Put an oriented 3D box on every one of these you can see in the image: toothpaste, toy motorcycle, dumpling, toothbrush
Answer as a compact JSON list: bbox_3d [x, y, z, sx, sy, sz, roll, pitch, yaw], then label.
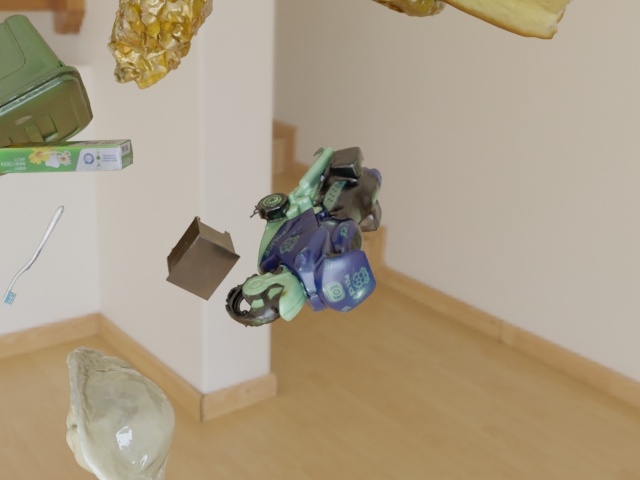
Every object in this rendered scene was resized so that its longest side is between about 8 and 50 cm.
[{"bbox_3d":[-0.341,-0.113,1.102,0.178,0.037,0.043,-1,14,11],"label":"toothpaste"},{"bbox_3d":[0.000,0.000,1.142,0.196,0.125,0.331,-3,36,25],"label":"toy motorcycle"},{"bbox_3d":[-0.232,0.198,0.902,0.181,0.111,0.155,34,-5,12],"label":"dumpling"},{"bbox_3d":[-0.322,0.016,0.925,0.013,0.131,0.011,31,7,-6],"label":"toothbrush"}]

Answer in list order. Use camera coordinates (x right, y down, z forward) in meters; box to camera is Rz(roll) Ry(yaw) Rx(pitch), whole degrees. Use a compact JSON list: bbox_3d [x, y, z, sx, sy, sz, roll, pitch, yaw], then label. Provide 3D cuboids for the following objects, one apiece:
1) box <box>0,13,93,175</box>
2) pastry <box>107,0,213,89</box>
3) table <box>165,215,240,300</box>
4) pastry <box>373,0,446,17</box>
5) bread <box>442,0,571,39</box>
[{"bbox_3d":[-0.586,-0.271,1.565,0.252,0.178,0.328,-32,-2,-15],"label":"box"},{"bbox_3d":[-0.176,-0.282,0.953,0.102,0.154,0.250,26,-26,-15],"label":"pastry"},{"bbox_3d":[-0.170,0.020,1.171,0.070,0.083,0.082,30,17,-26],"label":"table"},{"bbox_3d":[0.085,-0.339,0.953,0.188,0.103,0.189,22,33,-15],"label":"pastry"},{"bbox_3d":[0.124,-0.378,0.694,0.323,0.333,0.143,27,-7,3],"label":"bread"}]
